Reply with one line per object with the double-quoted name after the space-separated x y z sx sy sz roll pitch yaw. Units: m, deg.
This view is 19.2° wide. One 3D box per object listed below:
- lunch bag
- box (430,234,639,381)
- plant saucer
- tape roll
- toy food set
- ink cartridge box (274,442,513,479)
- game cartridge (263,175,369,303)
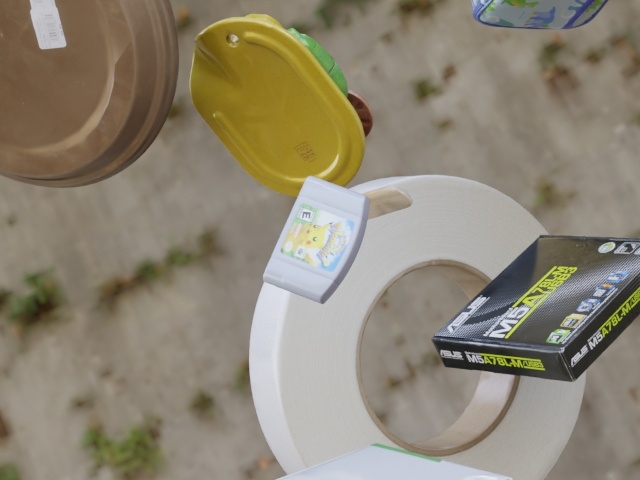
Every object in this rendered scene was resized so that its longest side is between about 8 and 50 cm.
0.286 -0.336 2.249 0.176 0.090 0.219 0 -27 -26 "lunch bag"
0.235 0.063 1.890 0.191 0.045 0.184 -40 27 -30 "box"
-0.248 -0.169 1.569 0.278 0.278 0.041 -40 2 32 "plant saucer"
0.110 0.124 2.014 0.392 0.392 0.072 -13 6 -28 "tape roll"
-0.018 -0.111 1.613 0.128 0.218 0.071 -25 21 35 "toy food set"
0.080 0.327 1.560 0.117 0.278 0.201 -17 12 -31 "ink cartridge box"
0.000 0.000 1.333 0.083 0.056 0.017 -67 -19 -9 "game cartridge"
